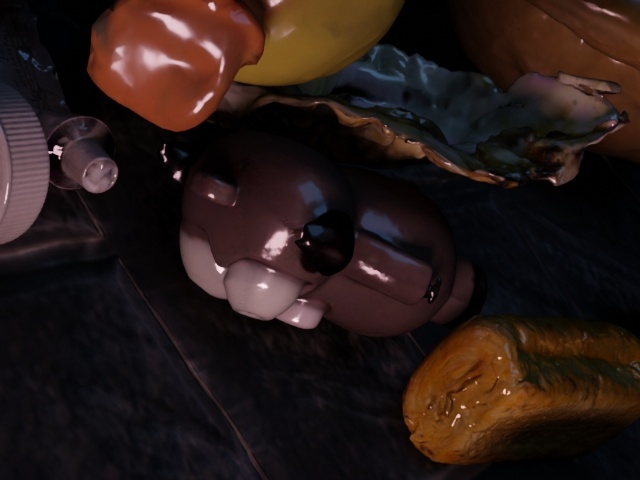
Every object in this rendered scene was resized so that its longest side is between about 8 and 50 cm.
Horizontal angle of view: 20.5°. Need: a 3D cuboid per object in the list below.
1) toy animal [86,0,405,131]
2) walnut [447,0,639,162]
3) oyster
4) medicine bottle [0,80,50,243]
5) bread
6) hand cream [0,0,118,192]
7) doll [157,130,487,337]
[{"bbox_3d":[-0.028,-0.209,1.204,0.191,0.216,0.338,21,27,-3],"label":"toy animal"},{"bbox_3d":[0.302,-0.263,1.662,0.384,0.383,0.383,31,33,-23],"label":"walnut"},{"bbox_3d":[0.041,-0.089,1.296,0.355,0.107,0.201,19,30,20],"label":"oyster"},{"bbox_3d":[-0.243,-0.038,0.983,0.168,0.105,0.105,-10,61,-55],"label":"medicine bottle"},{"bbox_3d":[0.155,0.108,1.285,0.211,0.114,0.083,9,43,-48],"label":"bread"},{"bbox_3d":[-0.193,-0.112,1.186,0.084,0.050,0.257,15,30,-44],"label":"hand cream"},{"bbox_3d":[0.002,-0.002,1.219,0.257,0.117,0.182,13,10,-47],"label":"doll"}]
